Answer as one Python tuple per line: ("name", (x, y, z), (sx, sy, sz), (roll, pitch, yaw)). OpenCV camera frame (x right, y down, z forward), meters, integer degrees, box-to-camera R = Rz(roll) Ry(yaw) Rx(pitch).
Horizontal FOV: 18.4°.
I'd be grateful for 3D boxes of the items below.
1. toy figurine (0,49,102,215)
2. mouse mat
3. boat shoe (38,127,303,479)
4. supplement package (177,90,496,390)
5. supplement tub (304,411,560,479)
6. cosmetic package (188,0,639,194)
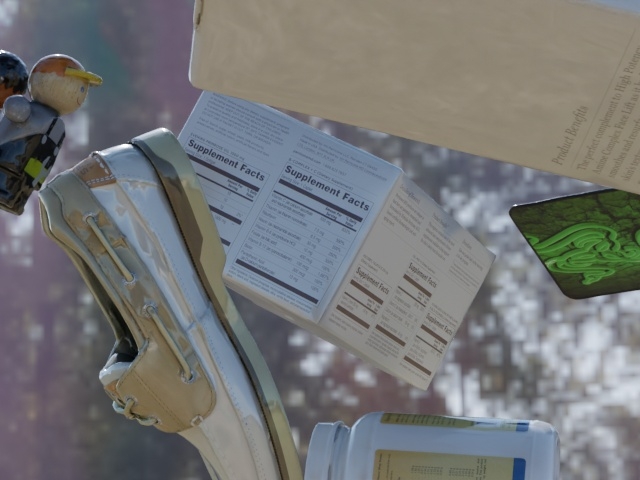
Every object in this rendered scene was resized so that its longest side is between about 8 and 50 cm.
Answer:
("toy figurine", (-0.302, -0.128, 1.569), (0.209, 0.148, 0.213), (30, -11, -26))
("mouse mat", (0.289, 0.000, 1.861), (0.189, 0.007, 0.152), (-9, -42, 31))
("boat shoe", (-0.100, 0.082, 1.340), (0.103, 0.302, 0.113), (-22, 1, -18))
("supplement package", (0.000, 0.000, 1.708), (0.204, 0.145, 0.262), (27, -5, 27))
("supplement tub", (0.093, 0.215, 1.619), (0.199, 0.144, 0.144), (2, -10, 10))
("cosmetic package", (0.074, -0.091, 0.729), (0.231, 0.085, 0.117), (15, -29, -1))
